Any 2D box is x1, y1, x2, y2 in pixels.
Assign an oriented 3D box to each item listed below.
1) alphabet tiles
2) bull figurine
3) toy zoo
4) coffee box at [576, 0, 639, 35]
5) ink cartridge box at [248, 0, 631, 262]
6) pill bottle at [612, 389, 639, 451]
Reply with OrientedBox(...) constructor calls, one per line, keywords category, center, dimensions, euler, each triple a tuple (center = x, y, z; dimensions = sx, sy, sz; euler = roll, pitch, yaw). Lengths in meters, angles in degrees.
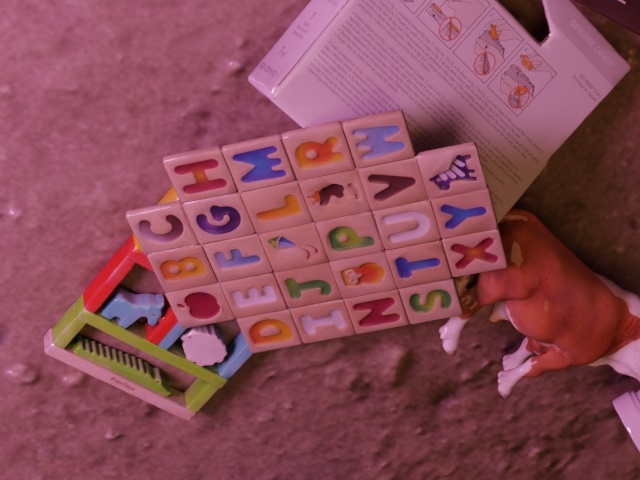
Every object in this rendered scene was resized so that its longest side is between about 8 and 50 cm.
OrientedBox(category="alphabet tiles", center=(0.000, 0.000, 1.499), dimensions=(0.342, 0.011, 0.285), euler=(-11, 135, 10))
OrientedBox(category="bull figurine", center=(0.244, 0.080, 1.656), dimensions=(0.188, 0.101, 0.310), euler=(-36, 121, 21))
OrientedBox(category="toy zoo", center=(-0.123, 0.049, 1.588), dimensions=(0.192, 0.030, 0.293), euler=(30, 114, -30))
OrientedBox(category="coffee box", center=(0.348, -0.327, 1.373), dimensions=(0.168, 0.119, 0.297), euler=(23, 117, -28))
OrientedBox(category="ink cartridge box", center=(0.120, -0.160, 1.474), dimensions=(0.261, 0.066, 0.296), euler=(-49, 124, 2))
OrientedBox(category="pill bottle", center=(0.469, 0.158, 1.744), dimensions=(0.264, 0.146, 0.146), euler=(-30, 127, 10))
